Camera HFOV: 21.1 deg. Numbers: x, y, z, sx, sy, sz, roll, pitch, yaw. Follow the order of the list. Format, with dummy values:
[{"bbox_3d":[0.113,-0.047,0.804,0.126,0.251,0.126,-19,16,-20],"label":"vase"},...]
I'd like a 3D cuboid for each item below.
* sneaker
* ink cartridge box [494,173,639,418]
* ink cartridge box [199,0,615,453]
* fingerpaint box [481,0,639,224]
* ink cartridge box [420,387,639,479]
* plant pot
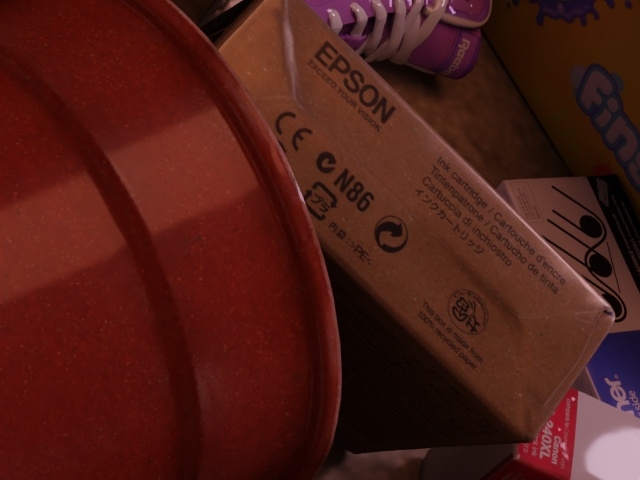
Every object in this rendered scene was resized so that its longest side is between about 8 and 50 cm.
[{"bbox_3d":[0.026,-0.143,1.085,0.161,0.102,0.282,40,46,-5],"label":"sneaker"},{"bbox_3d":[0.178,0.057,1.069,0.097,0.046,0.207,-4,61,-32],"label":"ink cartridge box"},{"bbox_3d":[0.000,0.000,0.859,0.235,0.193,0.088,44,68,-14],"label":"ink cartridge box"},{"bbox_3d":[0.347,-0.120,1.199,0.371,0.163,0.445,-19,69,-31],"label":"fingerpaint box"},{"bbox_3d":[0.144,0.145,0.940,0.150,0.109,0.063,25,47,-15],"label":"ink cartridge box"},{"bbox_3d":[-0.178,0.047,0.723,0.265,0.272,0.272,-26,74,-34],"label":"plant pot"}]
